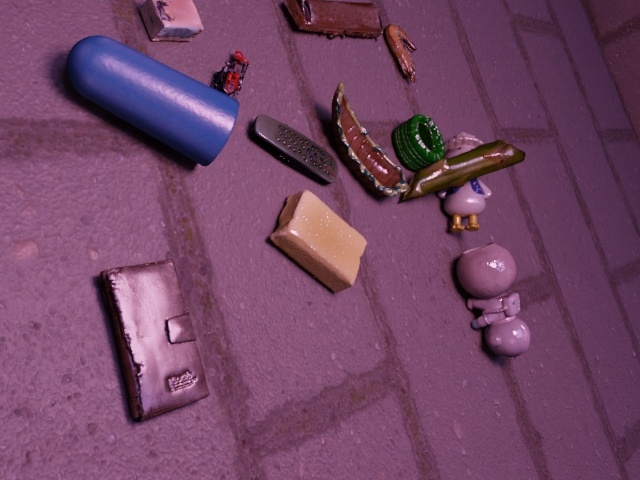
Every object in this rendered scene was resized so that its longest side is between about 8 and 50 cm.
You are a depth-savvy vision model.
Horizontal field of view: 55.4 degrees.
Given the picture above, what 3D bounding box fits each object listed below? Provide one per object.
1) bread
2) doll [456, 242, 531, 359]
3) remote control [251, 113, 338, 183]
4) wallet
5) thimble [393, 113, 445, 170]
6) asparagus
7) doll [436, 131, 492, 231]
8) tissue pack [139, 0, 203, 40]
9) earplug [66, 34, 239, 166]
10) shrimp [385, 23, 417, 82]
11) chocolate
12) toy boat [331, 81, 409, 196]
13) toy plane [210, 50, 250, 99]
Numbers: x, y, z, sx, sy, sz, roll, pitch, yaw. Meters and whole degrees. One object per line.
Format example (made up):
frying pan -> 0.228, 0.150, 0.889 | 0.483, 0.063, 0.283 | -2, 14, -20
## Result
bread -> -0.001, -0.001, 1.209 | 0.188, 0.068, 0.125 | 39, 51, -22
doll -> 0.432, 0.152, 1.487 | 0.151, 0.151, 0.287 | -16, 86, -45
remote control -> -0.050, -0.187, 1.263 | 0.222, 0.042, 0.072 | 28, 55, -32
wallet -> -0.254, 0.148, 0.934 | 0.124, 0.042, 0.230 | -9, 78, -41
thimble -> 0.245, -0.246, 1.521 | 0.118, 0.090, 0.130 | 14, 63, -36
asparagus -> 0.337, -0.173, 1.492 | 0.343, 0.082, 0.085 | -19, 89, -8
doll -> 0.374, -0.159, 1.583 | 0.119, 0.138, 0.293 | 68, 25, -62
tissue pack -> -0.278, -0.415, 1.144 | 0.094, 0.059, 0.074 | -19, 83, -45
earplug -> -0.286, -0.243, 1.021 | 0.273, 0.132, 0.132 | 26, 56, -27
shrimp -> 0.236, -0.511, 1.671 | 0.124, 0.034, 0.178 | -22, 83, -51
chocolate -> 0.047, -0.551, 1.493 | 0.329, 0.065, 0.102 | -18, 84, -47
toy boat -> 0.091, -0.216, 1.369 | 0.293, 0.099, 0.108 | 53, 46, -21
toy plane -> -0.177, -0.325, 1.212 | 0.060, 0.037, 0.145 | 32, 54, -33
